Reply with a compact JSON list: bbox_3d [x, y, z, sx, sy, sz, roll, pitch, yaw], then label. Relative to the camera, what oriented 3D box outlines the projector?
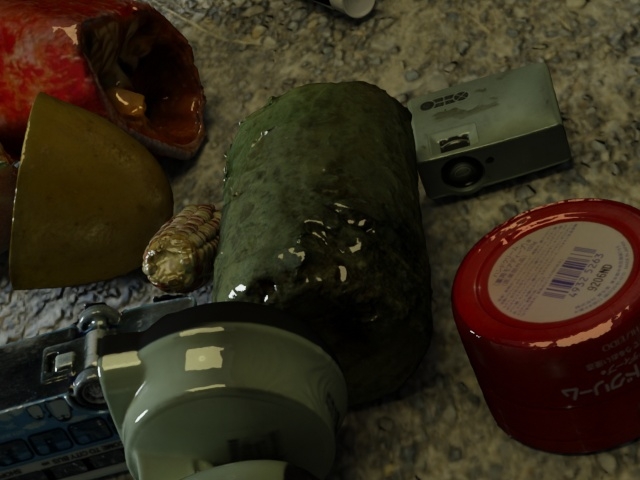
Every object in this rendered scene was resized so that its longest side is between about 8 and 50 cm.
[{"bbox_3d":[0.167,-0.106,1.686,0.147,0.061,0.115,-16,36,10],"label":"projector"}]

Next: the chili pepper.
[{"bbox_3d":[-0.295,-0.196,1.881,0.305,0.251,0.229,2,70,25],"label":"chili pepper"}]

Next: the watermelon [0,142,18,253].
[{"bbox_3d":[-0.402,-0.027,1.795,0.128,0.231,0.146,40,64,14],"label":"watermelon"}]

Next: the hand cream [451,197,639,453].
[{"bbox_3d":[0.210,0.067,1.401,0.193,0.125,0.193,-16,37,13],"label":"hand cream"}]

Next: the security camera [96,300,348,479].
[{"bbox_3d":[-0.069,0.203,1.336,0.191,0.197,0.277,-8,45,5],"label":"security camera"}]

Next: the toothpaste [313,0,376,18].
[{"bbox_3d":[0.000,-0.307,2.040,0.071,0.045,0.193,-32,32,-12],"label":"toothpaste"}]

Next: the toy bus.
[{"bbox_3d":[-0.236,0.148,1.528,0.297,0.131,0.106,-16,39,10],"label":"toy bus"}]

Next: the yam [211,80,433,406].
[{"bbox_3d":[0.000,0.000,1.540,0.195,0.195,0.300,-15,37,11],"label":"yam"}]

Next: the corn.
[{"bbox_3d":[-0.124,0.009,1.612,0.079,0.079,0.237,-20,4,4],"label":"corn"}]

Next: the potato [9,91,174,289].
[{"bbox_3d":[-0.228,-0.034,1.729,0.158,0.203,0.178,12,3,-2],"label":"potato"}]
